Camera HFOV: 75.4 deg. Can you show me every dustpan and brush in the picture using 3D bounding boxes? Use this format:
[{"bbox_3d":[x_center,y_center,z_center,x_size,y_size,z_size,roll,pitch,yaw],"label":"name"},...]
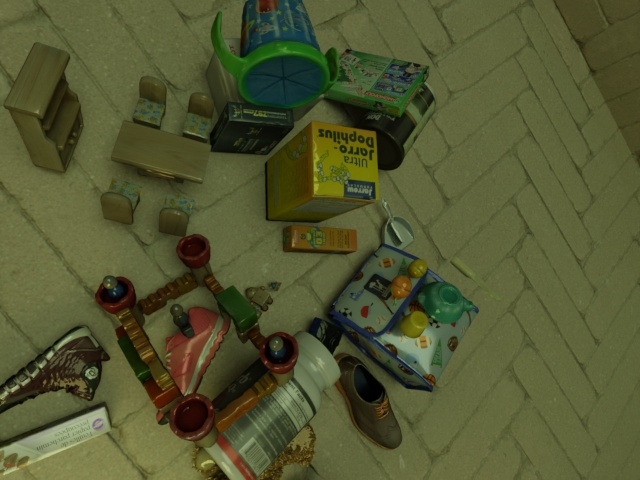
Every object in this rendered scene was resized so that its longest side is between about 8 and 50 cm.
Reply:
[{"bbox_3d":[0.257,-0.055,1.471,0.147,0.060,0.211,-34,98,-26],"label":"dustpan and brush"}]

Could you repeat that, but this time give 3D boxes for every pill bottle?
[{"bbox_3d":[-0.129,0.417,1.063,0.363,0.210,0.210,-39,100,-29],"label":"pill bottle"}]

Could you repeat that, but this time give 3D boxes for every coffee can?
[{"bbox_3d":[0.256,-0.411,1.443,0.201,0.201,0.275,41,67,-16],"label":"coffee can"}]

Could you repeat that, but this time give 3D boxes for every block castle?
[{"bbox_3d":[-0.292,0.206,0.961,0.303,0.212,0.453,-33,58,-25],"label":"block castle"}]

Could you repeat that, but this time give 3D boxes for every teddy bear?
[{"bbox_3d":[-0.182,0.590,1.149,0.338,0.113,0.245,-33,80,-25],"label":"teddy bear"}]

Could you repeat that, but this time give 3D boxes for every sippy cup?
[{"bbox_3d":[-0.105,-0.493,1.054,0.305,0.240,0.224,24,55,-65],"label":"sippy cup"}]

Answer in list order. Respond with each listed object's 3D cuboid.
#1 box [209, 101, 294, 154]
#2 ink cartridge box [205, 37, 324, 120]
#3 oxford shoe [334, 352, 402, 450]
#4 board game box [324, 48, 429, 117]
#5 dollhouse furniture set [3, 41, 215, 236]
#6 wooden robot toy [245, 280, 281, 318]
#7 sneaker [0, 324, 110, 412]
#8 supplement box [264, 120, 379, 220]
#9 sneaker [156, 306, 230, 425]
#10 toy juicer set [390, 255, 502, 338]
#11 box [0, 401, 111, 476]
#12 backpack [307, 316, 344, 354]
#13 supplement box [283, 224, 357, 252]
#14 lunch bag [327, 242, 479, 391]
[{"bbox_3d":[-0.203,-0.312,1.184,0.183,0.233,0.059,-1,81,-27],"label":"box"},{"bbox_3d":[-0.172,-0.468,1.241,0.270,0.197,0.198,-17,91,-27],"label":"ink cartridge box"},{"bbox_3d":[0.162,0.524,1.303,0.130,0.133,0.363,-39,101,-26],"label":"oxford shoe"},{"bbox_3d":[0.171,-0.536,1.391,0.317,0.046,0.213,25,67,25],"label":"board game box"},{"bbox_3d":[-0.468,-0.255,0.997,0.394,0.256,0.362,13,66,-17],"label":"dollhouse furniture set"},{"bbox_3d":[-0.193,0.175,1.230,0.079,0.076,0.173,28,67,17],"label":"wooden robot toy"},{"bbox_3d":[-0.621,0.346,0.961,0.281,0.106,0.162,-44,106,-25],"label":"sneaker"},{"bbox_3d":[-0.012,-0.176,1.190,0.194,0.356,0.195,1,83,-27],"label":"supplement box"},{"bbox_3d":[-0.366,0.320,1.101,0.136,0.116,0.313,30,64,-9],"label":"sneaker"},{"bbox_3d":[0.351,0.148,1.241,0.329,0.089,0.209,-16,63,-21],"label":"toy juicer set"},{"bbox_3d":[-0.659,0.470,0.946,0.324,0.067,0.063,-16,90,-26],"label":"box"},{"bbox_3d":[0.002,0.308,1.273,0.098,0.101,0.120,26,78,-18],"label":"backpack"},{"bbox_3d":[0.000,0.000,1.329,0.233,0.080,0.078,2,80,-24],"label":"supplement box"},{"bbox_3d":[0.258,0.239,1.343,0.385,0.239,0.328,41,67,2],"label":"lunch bag"}]
